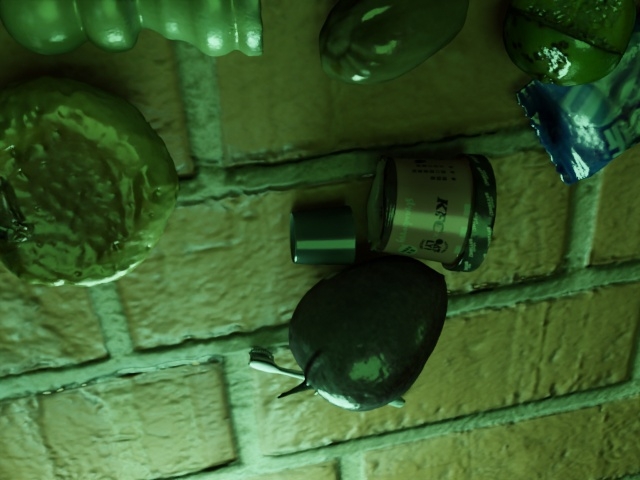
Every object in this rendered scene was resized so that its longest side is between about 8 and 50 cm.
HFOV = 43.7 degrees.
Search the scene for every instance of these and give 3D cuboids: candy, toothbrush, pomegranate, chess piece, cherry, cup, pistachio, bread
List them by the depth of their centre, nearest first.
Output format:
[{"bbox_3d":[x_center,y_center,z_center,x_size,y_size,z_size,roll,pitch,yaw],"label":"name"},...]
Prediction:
[{"bbox_3d":[-0.188,-0.243,0.786,0.252,0.144,0.144,-6,124,-6],"label":"chess piece"},{"bbox_3d":[-0.279,-0.068,0.879,0.245,0.134,0.244,-5,123,-8],"label":"bread"},{"bbox_3d":[0.085,-0.234,0.884,0.186,0.108,0.126,-28,151,-5],"label":"pistachio"},{"bbox_3d":[0.286,-0.252,0.922,0.143,0.169,0.122,12,155,17],"label":"pomegranate"},{"bbox_3d":[0.422,-0.213,1.007,0.331,0.077,0.187,-33,123,11],"label":"candy"},{"bbox_3d":[0.000,0.000,1.041,0.077,0.078,0.100,-3,154,-8],"label":"cup"},{"bbox_3d":[0.056,0.125,1.053,0.266,0.213,0.183,-37,99,-5],"label":"cherry"},{"bbox_3d":[0.014,0.213,1.213,0.288,0.026,0.024,21,132,-28],"label":"toothbrush"}]

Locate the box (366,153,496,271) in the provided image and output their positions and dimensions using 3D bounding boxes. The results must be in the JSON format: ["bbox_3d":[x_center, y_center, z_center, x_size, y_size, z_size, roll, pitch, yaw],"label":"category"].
[{"bbox_3d":[0.132,-0.041,1.004,0.135,0.151,0.151,7,121,-8],"label":"box"}]
